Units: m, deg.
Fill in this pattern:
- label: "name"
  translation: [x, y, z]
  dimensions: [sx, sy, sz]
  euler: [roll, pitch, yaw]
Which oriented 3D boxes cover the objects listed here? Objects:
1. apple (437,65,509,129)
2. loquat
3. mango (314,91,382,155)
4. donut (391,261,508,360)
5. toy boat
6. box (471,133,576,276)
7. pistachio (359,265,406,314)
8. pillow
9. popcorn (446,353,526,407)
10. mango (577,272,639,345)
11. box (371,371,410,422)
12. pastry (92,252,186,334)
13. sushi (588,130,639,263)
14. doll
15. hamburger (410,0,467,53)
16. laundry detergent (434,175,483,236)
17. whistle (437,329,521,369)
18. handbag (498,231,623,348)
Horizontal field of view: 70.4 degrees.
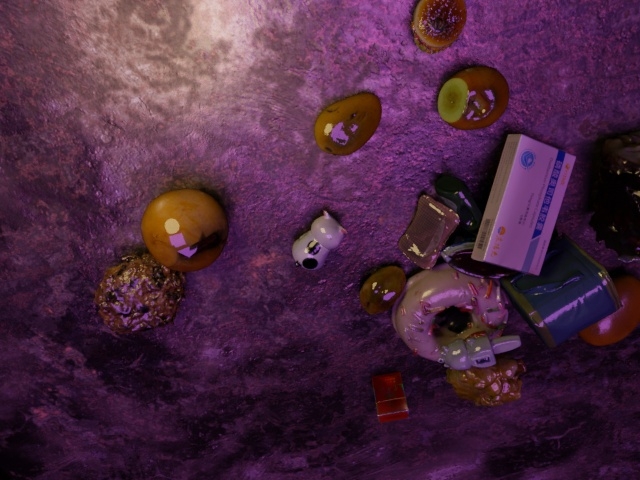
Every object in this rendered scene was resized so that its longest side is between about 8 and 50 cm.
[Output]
- label: "apple"
  translation: [0.378, -0.350, 1.117]
  dimensions: [0.163, 0.147, 0.147]
  euler: [-6, 119, 4]
- label: "loquat"
  translation: [-0.366, -0.030, 1.240]
  dimensions: [0.234, 0.235, 0.235]
  euler: [-1, 120, -1]
- label: "mango"
  translation: [0.073, -0.301, 1.169]
  dimensions: [0.195, 0.098, 0.137]
  euler: [-41, 109, 14]
- label: "donut"
  translation: [0.421, 0.244, 1.466]
  dimensions: [0.381, 0.143, 0.383]
  euler: [-1, 121, -2]
- label: "toy boat"
  translation: [0.481, 0.040, 1.352]
  dimensions: [0.261, 0.115, 0.114]
  euler: [11, 126, 3]
- label: "box"
  translation: [0.548, -0.090, 1.226]
  dimensions: [0.200, 0.065, 0.344]
  euler: [14, 94, -20]
- label: "pistachio"
  translation: [0.190, 0.156, 1.432]
  dimensions: [0.110, 0.100, 0.189]
  euler: [37, 113, -12]
- label: "pillow"
  translation: [0.312, -0.019, 1.330]
  dimensions: [0.135, 0.034, 0.211]
  euler: [36, 126, 22]
- label: "popcorn"
  translation: [0.573, 0.458, 1.566]
  dimensions: [0.233, 0.192, 0.266]
  euler: [36, 131, -17]
- label: "mango"
  translation: [0.945, 0.231, 1.472]
  dimensions: [0.175, 0.139, 0.255]
  euler: [32, 108, -22]
- label: "box"
  translation: [0.248, 0.557, 1.621]
  dimensions: [0.112, 0.175, 0.048]
  euler: [-12, 120, 4]
- label: "pastry"
  translation: [-0.542, 0.154, 1.381]
  dimensions: [0.274, 0.193, 0.275]
  euler: [-7, 108, -22]
- label: "sushi"
  translation: [0.883, -0.110, 1.181]
  dimensions: [0.280, 0.300, 0.295]
  euler: [-6, 121, 2]
- label: "doll"
  translation: [-0.004, 0.004, 1.339]
  dimensions: [0.110, 0.107, 0.181]
  euler: [42, 106, 1]
- label: "hamburger"
  translation: [0.274, -0.512, 1.059]
  dimensions: [0.126, 0.082, 0.141]
  euler: [34, 113, -19]
- label: "laundry detergent"
  translation: [0.410, -0.083, 1.281]
  dimensions: [0.063, 0.137, 0.211]
  euler: [-42, 117, -3]
- label: "whistle"
  translation: [0.477, 0.332, 1.379]
  dimensions: [0.252, 0.106, 0.102]
  euler: [-19, 150, 16]
- label: "handbag"
  translation: [0.697, 0.150, 1.344]
  dimensions: [0.240, 0.263, 0.222]
  euler: [-34, 122, 13]
